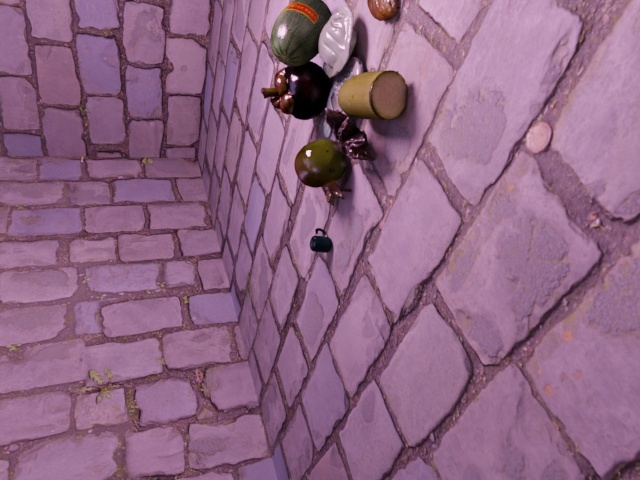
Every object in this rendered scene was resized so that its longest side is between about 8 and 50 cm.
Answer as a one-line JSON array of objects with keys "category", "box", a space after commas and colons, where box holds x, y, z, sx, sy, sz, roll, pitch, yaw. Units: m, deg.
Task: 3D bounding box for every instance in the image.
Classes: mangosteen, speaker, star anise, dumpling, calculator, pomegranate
[{"category": "mangosteen", "box": [-0.089, -0.532, 1.757, 0.211, 0.249, 0.212, 173, 90, -72]}, {"category": "speaker", "box": [0.002, -0.003, 1.836, 0.060, 0.075, 0.095, 156, 118, -65]}, {"category": "star anise", "box": [0.088, -0.309, 1.493, 0.209, 0.089, 0.231, 60, -177, 33]}, {"category": "dumpling", "box": [0.069, -0.627, 1.574, 0.152, 0.108, 0.219, 34, 126, 29]}, {"category": "calculator", "box": [0.073, -0.463, 1.631, 0.295, 0.042, 0.184, 121, 147, -49]}, {"category": "pomegranate", "box": [0.014, -0.231, 1.674, 0.224, 0.181, 0.181, 67, 153, 6]}]

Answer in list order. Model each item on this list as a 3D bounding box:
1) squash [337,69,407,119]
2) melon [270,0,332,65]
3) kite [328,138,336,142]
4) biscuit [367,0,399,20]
[{"category": "squash", "box": [0.128, -0.409, 1.408, 0.247, 0.132, 0.133, 23, 115, 59]}, {"category": "melon", "box": [-0.057, -0.708, 1.656, 0.288, 0.182, 0.182, -58, 8, -29]}, {"category": "kite", "box": [0.031, -0.257, 1.808, 0.127, 0.016, 0.230, -173, 81, -69]}, {"category": "biscuit", "box": [0.164, -0.697, 1.390, 0.118, 0.061, 0.183, 149, 115, -65]}]
